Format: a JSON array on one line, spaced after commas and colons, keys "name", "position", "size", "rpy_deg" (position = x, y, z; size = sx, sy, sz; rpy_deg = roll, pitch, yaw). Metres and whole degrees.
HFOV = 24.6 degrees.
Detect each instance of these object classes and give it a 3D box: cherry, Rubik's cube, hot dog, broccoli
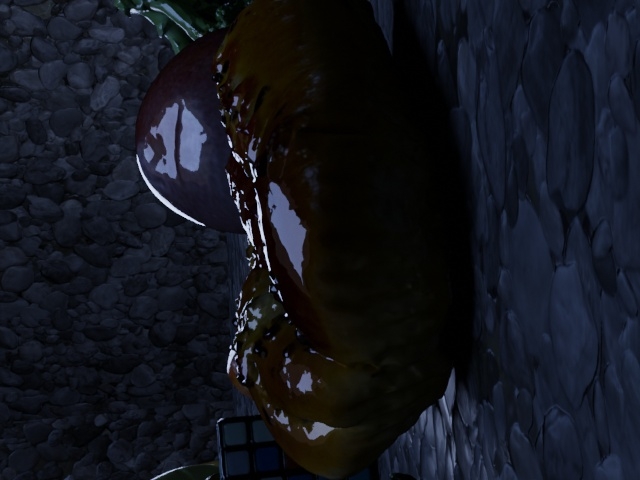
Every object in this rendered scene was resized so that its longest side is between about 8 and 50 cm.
[{"name": "cherry", "position": [-0.106, -0.134, 1.811], "size": [0.221, 0.308, 0.261], "rpy_deg": [-1, -98, -53]}, {"name": "Rubik's cube", "position": [-0.031, 0.308, 1.787], "size": [0.187, 0.184, 0.182], "rpy_deg": [112, 152, -73]}, {"name": "hot dog", "position": [0.006, 0.006, 1.296], "size": [0.365, 0.196, 0.367], "rpy_deg": [-110, 14, -52]}, {"name": "broccoli", "position": [-0.147, -0.290, 1.992], "size": [0.270, 0.270, 0.270], "rpy_deg": [-60, 14, 26]}]

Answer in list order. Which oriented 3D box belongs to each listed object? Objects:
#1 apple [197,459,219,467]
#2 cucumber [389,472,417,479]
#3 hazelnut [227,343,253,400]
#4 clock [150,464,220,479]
[{"name": "apple", "position": [-0.136, 0.511, 2.282], "size": [0.338, 0.305, 0.338], "rpy_deg": [175, 90, -82]}, {"name": "cucumber", "position": [0.096, 0.344, 1.344], "size": [0.056, 0.056, 0.284], "rpy_deg": [-123, 26, -75]}, {"name": "hazelnut", "position": [-0.068, 0.193, 2.295], "size": [0.150, 0.150, 0.150], "rpy_deg": [175, 90, -83]}, {"name": "clock", "position": [-0.192, 0.421, 1.970], "size": [0.117, 0.286, 0.348], "rpy_deg": [47, 180, 31]}]
